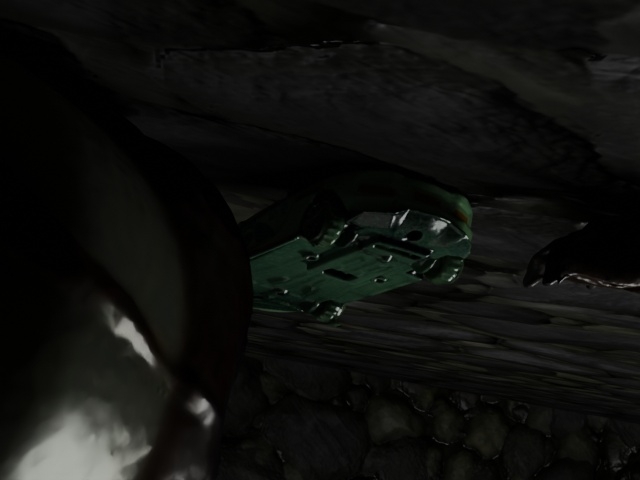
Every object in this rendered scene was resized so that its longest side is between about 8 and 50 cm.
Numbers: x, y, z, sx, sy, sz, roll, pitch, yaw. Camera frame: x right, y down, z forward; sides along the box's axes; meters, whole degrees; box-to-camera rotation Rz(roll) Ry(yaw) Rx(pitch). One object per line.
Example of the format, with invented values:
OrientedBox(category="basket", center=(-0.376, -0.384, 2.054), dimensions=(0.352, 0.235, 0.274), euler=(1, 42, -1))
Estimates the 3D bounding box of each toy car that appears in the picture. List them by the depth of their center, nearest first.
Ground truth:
OrientedBox(category="toy car", center=(0.000, 0.000, 0.713), dimensions=(0.093, 0.058, 0.186), euler=(15, 159, -30))

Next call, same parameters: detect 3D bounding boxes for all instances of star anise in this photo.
OrientedBox(category="star anise", center=(0.162, 0.011, 0.635), dimensions=(0.141, 0.042, 0.141), euler=(7, 172, 1))

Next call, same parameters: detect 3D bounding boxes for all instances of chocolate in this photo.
OrientedBox(category="chocolate", center=(-0.178, 0.028, 0.531), dimensions=(0.283, 0.283, 0.186), euler=(6, 156, 26))
